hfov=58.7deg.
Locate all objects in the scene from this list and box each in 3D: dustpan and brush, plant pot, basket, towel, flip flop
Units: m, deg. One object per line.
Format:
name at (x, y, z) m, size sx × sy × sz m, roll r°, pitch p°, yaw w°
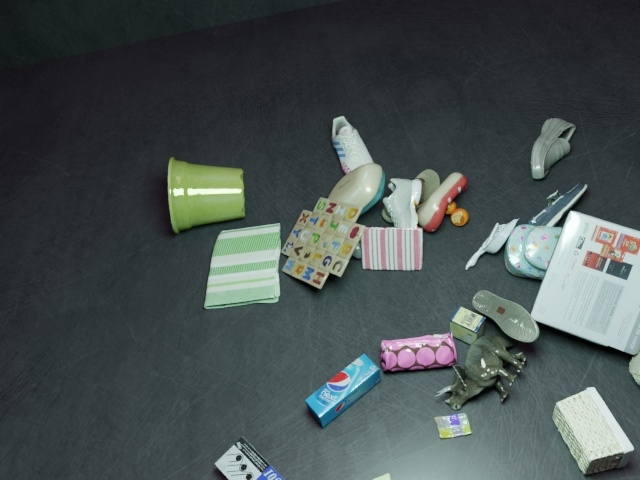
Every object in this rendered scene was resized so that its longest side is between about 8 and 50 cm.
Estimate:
dustpan and brush at (0.531, 0.013, 1.794) m, size 0.060 × 0.147 × 0.211 m, roll 30°, pitch 88°, yaw 5°
plant pot at (-0.400, -0.167, 2.049) m, size 0.254 × 0.276 × 0.276 m, roll -3°, pitch 47°, yaw -7°
basket at (0.641, 0.457, 1.356) m, size 0.103 × 0.113 × 0.167 m, roll -18°, pitch 47°, yaw -2°
towel at (0.341, 0.477, 1.467) m, size 0.083 × 0.009 × 0.060 m, roll -9°, pitch 47°, yaw 4°
towel at (0.226, 0.025, 1.818) m, size 0.197 × 0.144 × 0.029 m, roll 1°, pitch 19°, yaw 12°
towel at (-0.253, 0.082, 1.926) m, size 0.248 × 0.038 × 0.324 m, roll -7°, pitch 49°, yaw 7°
flip flop at (0.320, -0.164, 2.000) m, size 0.277 × 0.080 × 0.112 m, roll -38°, pitch 52°, yaw -22°

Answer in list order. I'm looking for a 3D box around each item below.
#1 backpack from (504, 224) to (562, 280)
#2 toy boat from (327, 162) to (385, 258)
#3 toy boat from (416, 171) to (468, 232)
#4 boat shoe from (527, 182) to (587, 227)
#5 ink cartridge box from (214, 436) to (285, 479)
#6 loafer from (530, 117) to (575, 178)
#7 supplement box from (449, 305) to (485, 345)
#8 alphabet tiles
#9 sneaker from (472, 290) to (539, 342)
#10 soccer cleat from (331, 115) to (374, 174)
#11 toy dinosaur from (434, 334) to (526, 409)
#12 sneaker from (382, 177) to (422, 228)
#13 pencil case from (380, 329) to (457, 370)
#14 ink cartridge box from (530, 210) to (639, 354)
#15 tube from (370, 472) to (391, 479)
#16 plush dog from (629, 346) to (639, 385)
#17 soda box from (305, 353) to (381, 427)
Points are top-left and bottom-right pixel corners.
backpack at (0.649, 0.034, 1.701) m, size 0.189 × 0.144 × 0.165 m, roll 6°, pitch 77°, yaw 18°
toy boat at (0.117, -0.096, 1.922) m, size 0.267 × 0.148 × 0.318 m, roll -28°, pitch 38°, yaw 52°
toy boat at (0.431, -0.108, 1.910) m, size 0.151 × 0.151 × 0.231 m, roll 43°, pitch 64°, yaw 5°
boat shoe at (0.773, -0.112, 1.859) m, size 0.079 × 0.095 × 0.254 m, roll 39°, pitch 74°, yaw 24°
ink cartridge box at (-0.162, 0.601, 1.432) m, size 0.207 × 0.046 × 0.097 m, roll 32°, pitch 62°, yaw 33°
loafer at (0.828, -0.331, 2.029) m, size 0.112 × 0.112 × 0.319 m, roll 11°, pitch 50°, yaw 31°
supplement box at (0.415, 0.245, 1.611) m, size 0.083 × 0.083 × 0.056 m, roll 24°, pitch 57°, yaw 28°
alphabet tiles at (0.000, 0.000, 1.827) m, size 0.343 × 0.011 × 0.285 m, roll 19°, pitch 78°, yaw 53°
sneaker at (0.530, 0.215, 1.560) m, size 0.083 × 0.118 × 0.222 m, roll -57°, pitch 37°, yaw 7°
soccer cleat at (0.116, -0.345, 2.162) m, size 0.116 × 0.143 × 0.331 m, roll -21°, pitch 48°, yaw -7°
toy dinosaur at (0.451, 0.318, 1.516) m, size 0.160 × 0.121 × 0.313 m, roll 28°, pitch 61°, yaw 23°
sneaker at (0.260, -0.089, 1.891) m, size 0.121 × 0.099 × 0.262 m, roll 11°, pitch 67°, yaw -3°
pencil case at (0.268, 0.305, 1.576) m, size 0.210 × 0.098 × 0.095 m, roll -9°, pitch 42°, yaw 4°
ink cartridge box at (0.745, 0.110, 1.519) m, size 0.272 × 0.130 × 0.309 m, roll 21°, pitch 97°, yaw 20°
tube at (0.163, 0.660, 1.312) m, size 0.070 × 0.062 × 0.240 m, roll 17°, pitch 29°, yaw -34°
plush dog at (0.929, 0.257, 1.449) m, size 0.226 × 0.210 × 0.262 m, roll 17°, pitch 50°, yaw -8°
soda box at (0.064, 0.405, 1.545) m, size 0.210 × 0.071 × 0.067 m, roll -35°, pitch 51°, yaw -19°
